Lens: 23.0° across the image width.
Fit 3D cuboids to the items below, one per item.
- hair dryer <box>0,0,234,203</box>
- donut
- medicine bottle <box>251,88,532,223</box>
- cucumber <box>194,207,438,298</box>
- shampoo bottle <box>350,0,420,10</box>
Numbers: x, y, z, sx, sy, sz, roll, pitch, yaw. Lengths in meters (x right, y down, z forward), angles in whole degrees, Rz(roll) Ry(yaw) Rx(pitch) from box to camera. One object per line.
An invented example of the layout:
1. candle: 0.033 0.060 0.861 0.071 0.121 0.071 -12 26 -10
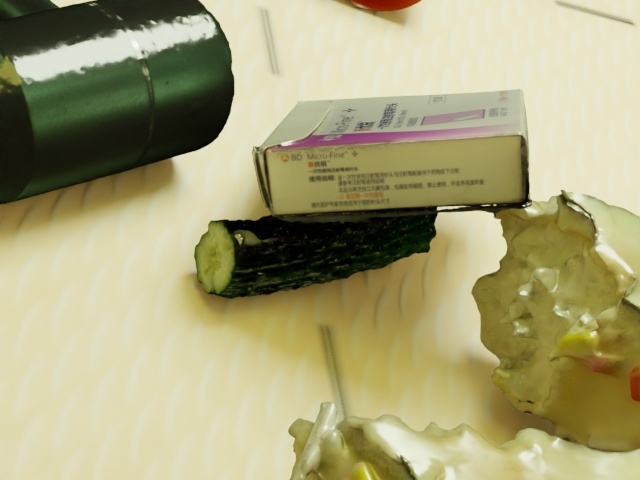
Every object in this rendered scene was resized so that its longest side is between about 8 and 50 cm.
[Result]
1. hair dryer: -0.242 -0.137 1.043 0.244 0.116 0.302 -17 44 -42
2. donut: 0.163 0.140 0.905 0.307 0.150 0.371 34 39 11
3. medicine bottle: 0.055 -0.059 1.050 0.171 0.052 0.201 -2 14 8
4. cucumber: 0.001 0.000 1.047 0.187 0.058 0.058 -14 53 -40
5. shampoo bottle: 0.062 -0.320 1.410 0.104 0.104 0.278 18 39 -11
